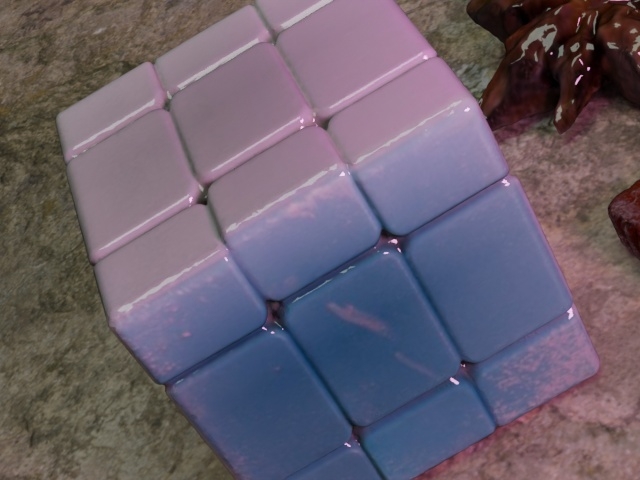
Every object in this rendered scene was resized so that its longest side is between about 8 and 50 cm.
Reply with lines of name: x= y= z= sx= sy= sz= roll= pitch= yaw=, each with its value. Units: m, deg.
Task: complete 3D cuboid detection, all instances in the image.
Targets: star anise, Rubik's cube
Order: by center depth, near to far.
Rubik's cube: x=0.000 y=0.000 z=1.157 sx=0.316 sy=0.322 sz=0.319 roll=-30 pitch=38 yaw=1
star anise: x=0.294 y=-0.239 z=1.375 sx=0.349 sy=0.109 sz=0.292 roll=2 pitch=71 yaw=34

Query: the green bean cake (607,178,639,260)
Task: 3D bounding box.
green bean cake: x=0.333 y=-0.022 z=1.159 sx=0.135 sy=0.056 sz=0.136 roll=-33 pitch=36 yaw=-4
